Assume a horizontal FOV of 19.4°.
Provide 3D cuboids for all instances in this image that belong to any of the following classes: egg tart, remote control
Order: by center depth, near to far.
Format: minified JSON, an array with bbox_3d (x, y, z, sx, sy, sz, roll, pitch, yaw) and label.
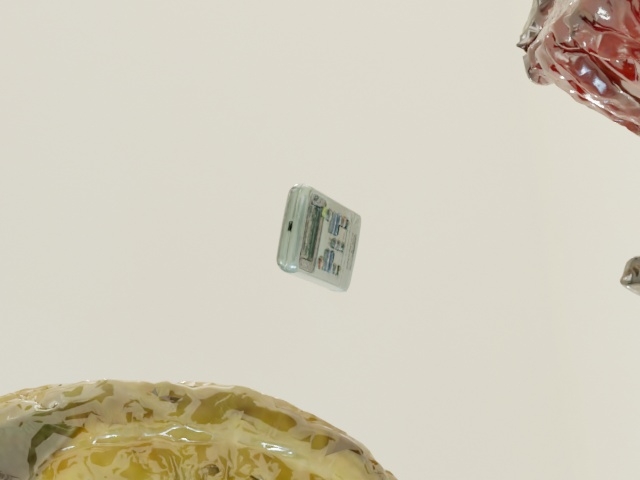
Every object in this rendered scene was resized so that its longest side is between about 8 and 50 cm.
[{"bbox_3d":[0.000,0.000,1.089,0.124,0.018,0.053,29,-108,-73],"label":"remote control"},{"bbox_3d":[-0.114,0.298,1.170,0.443,0.178,0.443,-6,-63,-12],"label":"egg tart"}]

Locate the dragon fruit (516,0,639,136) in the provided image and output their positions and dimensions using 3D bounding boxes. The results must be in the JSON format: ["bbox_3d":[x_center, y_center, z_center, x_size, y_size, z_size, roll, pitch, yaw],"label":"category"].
[{"bbox_3d":[0.203,-0.153,0.987,0.330,0.302,0.240,-26,-88,-58],"label":"dragon fruit"}]

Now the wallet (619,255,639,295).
[{"bbox_3d":[0.287,0.030,1.282,0.153,0.118,0.038,25,-117,-53],"label":"wallet"}]
